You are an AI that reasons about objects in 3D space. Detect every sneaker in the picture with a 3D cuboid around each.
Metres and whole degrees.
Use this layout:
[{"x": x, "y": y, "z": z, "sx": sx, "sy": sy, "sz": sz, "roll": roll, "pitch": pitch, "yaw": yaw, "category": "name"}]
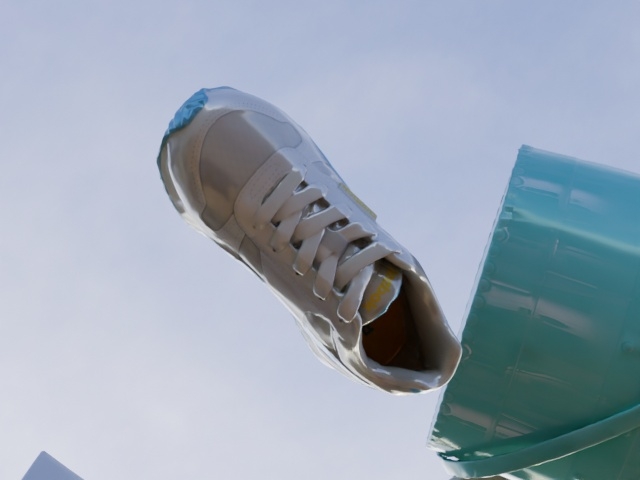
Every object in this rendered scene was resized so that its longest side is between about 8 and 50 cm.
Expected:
[{"x": 0.000, "y": 0.000, "z": 1.017, "sx": 0.229, "sy": 0.087, "sz": 0.092, "roll": 48, "pitch": -15, "yaw": -34, "category": "sneaker"}]

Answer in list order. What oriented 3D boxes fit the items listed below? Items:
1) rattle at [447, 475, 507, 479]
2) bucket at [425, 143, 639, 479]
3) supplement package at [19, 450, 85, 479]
[{"x": 0.122, "y": 0.262, "z": 1.469, "sx": 0.130, "sy": 0.143, "sz": 0.200, "roll": 37, "pitch": -75, "yaw": -1, "category": "rattle"}, {"x": 0.197, "y": 0.069, "z": 1.343, "sx": 0.183, "sy": 0.281, "sz": 0.281, "roll": 18, "pitch": -58, "yaw": 5, "category": "bucket"}, {"x": -0.173, "y": 0.222, "z": 1.074, "sx": 0.105, "sy": 0.179, "sz": 0.105, "roll": 35, "pitch": -73, "yaw": -4, "category": "supplement package"}]
